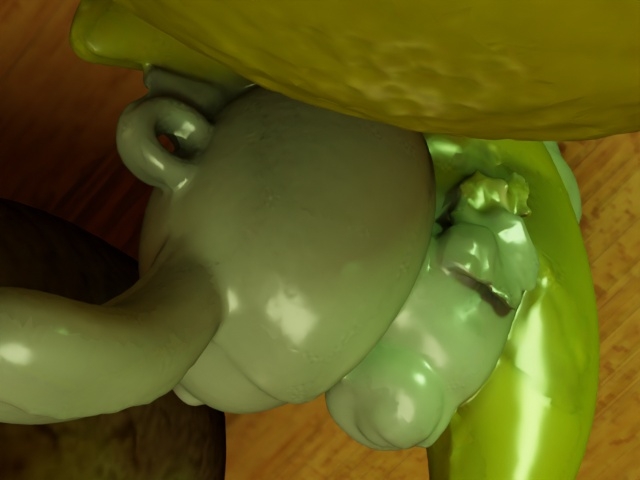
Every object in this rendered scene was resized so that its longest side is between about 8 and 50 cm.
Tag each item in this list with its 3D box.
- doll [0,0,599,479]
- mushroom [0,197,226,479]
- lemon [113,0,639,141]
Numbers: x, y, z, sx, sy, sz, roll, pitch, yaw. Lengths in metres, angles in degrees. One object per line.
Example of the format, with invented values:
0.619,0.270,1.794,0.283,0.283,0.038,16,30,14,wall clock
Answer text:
0.000,0.000,0.633,0.237,0.252,0.111,37,138,-26,doll
-0.228,0.057,0.731,0.334,0.356,0.331,13,127,-45,mushroom
0.037,-0.192,0.471,0.348,0.348,0.348,3,120,6,lemon
